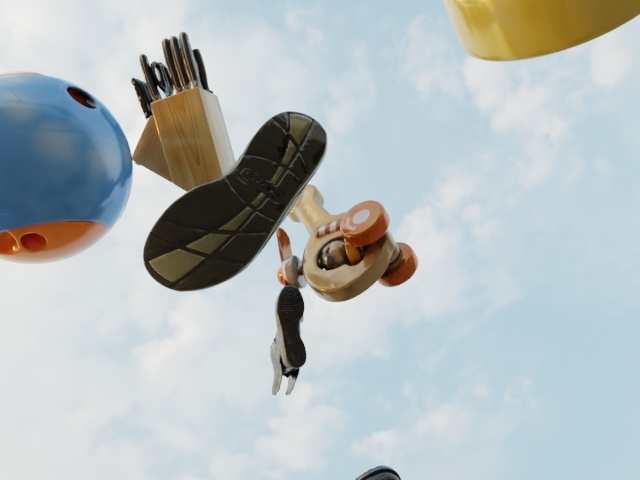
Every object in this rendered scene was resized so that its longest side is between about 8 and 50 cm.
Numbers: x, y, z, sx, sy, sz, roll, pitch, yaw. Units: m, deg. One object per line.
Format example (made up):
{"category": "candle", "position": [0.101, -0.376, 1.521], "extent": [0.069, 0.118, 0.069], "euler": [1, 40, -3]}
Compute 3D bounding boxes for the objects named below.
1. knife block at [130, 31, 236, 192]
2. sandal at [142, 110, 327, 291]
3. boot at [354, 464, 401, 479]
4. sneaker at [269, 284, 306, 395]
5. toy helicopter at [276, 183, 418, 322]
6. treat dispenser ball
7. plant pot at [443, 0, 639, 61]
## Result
{"category": "knife block", "position": [-0.213, -0.214, 1.143], "extent": [0.275, 0.088, 0.242], "euler": [30, -80, 12]}
{"category": "sandal", "position": [-0.097, -0.044, 0.846], "extent": [0.120, 0.086, 0.303], "euler": [42, -114, 4]}
{"category": "boot", "position": [0.079, 0.510, 1.102], "extent": [0.246, 0.207, 0.094], "euler": [-34, -77, -16]}
{"category": "sneaker", "position": [-0.060, 0.167, 1.091], "extent": [0.051, 0.170, 0.089], "euler": [4, -25, -22]}
{"category": "toy helicopter", "position": [0.000, 0.000, 1.197], "extent": [0.235, 0.355, 0.140], "euler": [-38, -55, 1]}
{"category": "treat dispenser ball", "position": [-0.432, -0.107, 0.983], "extent": [0.288, 0.288, 0.288], "euler": [-6, -61, -11]}
{"category": "plant pot", "position": [0.232, -0.364, 0.701], "extent": [0.254, 0.254, 0.239], "euler": [-30, -57, 2]}
